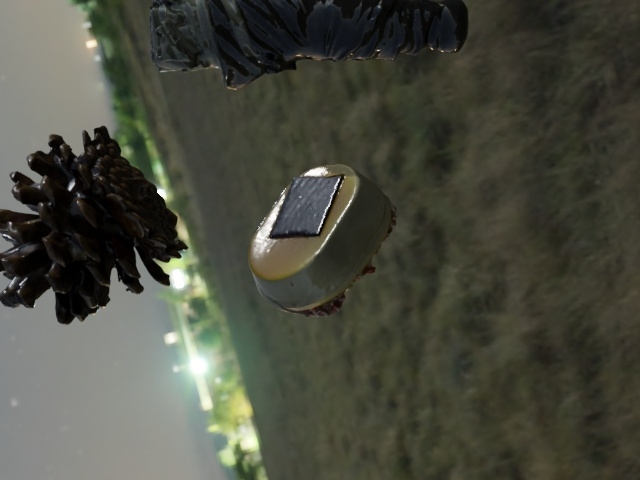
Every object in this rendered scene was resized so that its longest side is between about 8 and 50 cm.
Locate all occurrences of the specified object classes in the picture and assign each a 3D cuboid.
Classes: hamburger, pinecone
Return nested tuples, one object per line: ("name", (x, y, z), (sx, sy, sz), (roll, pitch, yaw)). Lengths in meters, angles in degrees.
("hamburger", (0.000, 0.000, 2.152), (0.227, 0.295, 0.151), (17, 157, 42))
("pinecone", (-0.466, -0.007, 2.258), (0.384, 0.384, 0.384), (165, 90, -83))

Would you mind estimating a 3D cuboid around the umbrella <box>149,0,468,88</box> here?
("umbrella", (-0.015, -0.231, 1.330), (0.106, 0.358, 0.113), (84, -174, -73))
